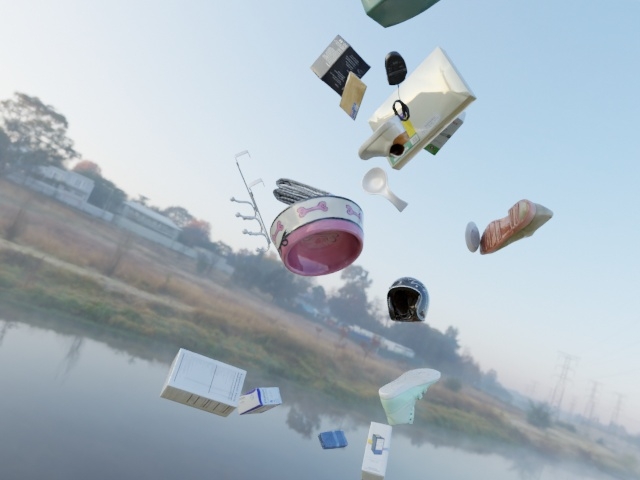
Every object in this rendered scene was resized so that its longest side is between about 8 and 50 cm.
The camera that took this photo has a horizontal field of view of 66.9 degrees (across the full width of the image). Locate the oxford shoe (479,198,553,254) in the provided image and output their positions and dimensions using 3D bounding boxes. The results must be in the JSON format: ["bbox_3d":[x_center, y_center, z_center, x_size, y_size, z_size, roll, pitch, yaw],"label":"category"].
[{"bbox_3d":[0.818,-0.030,2.061,0.146,0.141,0.397,12,-25,-11],"label":"oxford shoe"}]

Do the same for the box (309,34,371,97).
[{"bbox_3d":[0.074,-0.637,1.784,0.156,0.158,0.093,23,26,-52],"label":"box"}]

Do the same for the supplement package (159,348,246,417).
[{"bbox_3d":[-0.401,0.494,1.665,0.244,0.139,0.134,24,-41,-14],"label":"supplement package"}]

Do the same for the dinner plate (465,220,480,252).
[{"bbox_3d":[0.685,-0.016,2.164,0.017,0.141,0.141,-6,-27,44],"label":"dinner plate"}]

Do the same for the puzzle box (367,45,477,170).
[{"bbox_3d":[0.376,-0.503,1.875,0.052,0.272,0.409,7,-38,-43],"label":"puzzle box"}]

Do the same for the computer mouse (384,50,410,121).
[{"bbox_3d":[0.261,-0.517,1.633,0.041,0.071,0.242,-108,-178,-57],"label":"computer mouse"}]

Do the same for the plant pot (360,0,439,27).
[{"bbox_3d":[0.231,-0.731,1.366,0.234,0.166,0.165,-29,-22,36],"label":"plant pot"}]

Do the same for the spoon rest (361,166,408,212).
[{"bbox_3d":[0.289,-0.240,2.235,0.084,0.137,0.276,26,18,-53],"label":"spoon rest"}]

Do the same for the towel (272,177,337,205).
[{"bbox_3d":[-0.064,-0.198,2.288,0.283,0.121,0.235,20,5,12],"label":"towel"}]

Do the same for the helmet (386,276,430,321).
[{"bbox_3d":[0.324,0.215,1.785,0.169,0.162,0.169,1,-14,0],"label":"helmet"}]

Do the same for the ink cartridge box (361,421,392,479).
[{"bbox_3d":[0.224,0.863,1.933,0.093,0.212,0.154,10,-49,14],"label":"ink cartridge box"}]

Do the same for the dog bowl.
[{"bbox_3d":[0.000,0.000,2.013,0.407,0.150,0.408,-10,-36,-7],"label":"dog bowl"}]

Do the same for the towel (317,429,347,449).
[{"bbox_3d":[0.047,0.765,1.857,0.119,0.029,0.067,13,39,-38],"label":"towel"}]

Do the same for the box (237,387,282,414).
[{"bbox_3d":[-0.252,0.657,1.983,0.126,0.072,0.137,-33,-30,26],"label":"box"}]

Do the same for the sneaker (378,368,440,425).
[{"bbox_3d":[0.327,0.559,1.725,0.255,0.151,0.094,-16,10,-25],"label":"sneaker"}]

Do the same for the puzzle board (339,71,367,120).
[{"bbox_3d":[0.108,-0.476,1.602,0.011,0.128,0.096,-14,52,-33],"label":"puzzle board"}]

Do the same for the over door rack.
[{"bbox_3d":[-0.276,-0.142,1.832,0.240,0.108,0.324,-120,-159,-46],"label":"over door rack"}]

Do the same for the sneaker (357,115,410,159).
[{"bbox_3d":[0.224,-0.328,1.741,0.123,0.106,0.290,54,-19,0],"label":"sneaker"}]

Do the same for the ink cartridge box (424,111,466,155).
[{"bbox_3d":[0.484,-0.483,2.029,0.153,0.087,0.208,31,-42,-7],"label":"ink cartridge box"}]
